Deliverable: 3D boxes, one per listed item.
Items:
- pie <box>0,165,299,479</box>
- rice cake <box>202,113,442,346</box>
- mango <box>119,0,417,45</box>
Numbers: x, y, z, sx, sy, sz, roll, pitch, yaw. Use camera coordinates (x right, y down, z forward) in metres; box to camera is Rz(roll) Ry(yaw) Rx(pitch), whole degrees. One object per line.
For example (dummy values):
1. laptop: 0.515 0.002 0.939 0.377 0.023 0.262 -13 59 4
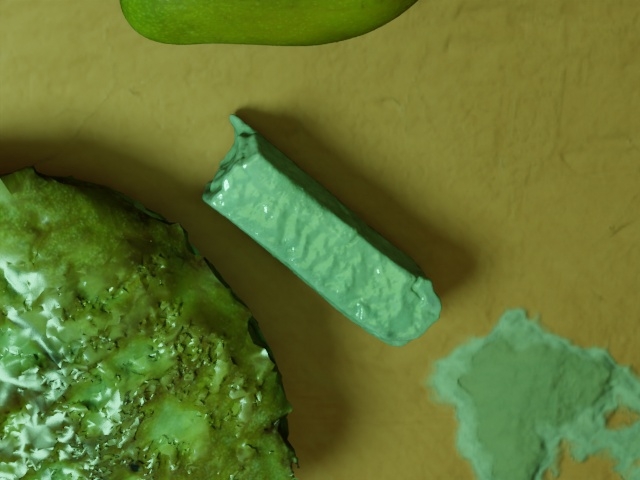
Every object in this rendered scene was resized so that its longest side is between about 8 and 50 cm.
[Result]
1. pie: -0.185 0.104 1.078 0.288 0.103 0.354 -43 105 2
2. rice cake: 0.001 0.000 1.106 0.206 0.069 0.063 38 95 -20
3. mango: -0.025 -0.189 1.032 0.228 0.099 0.136 -13 132 0
